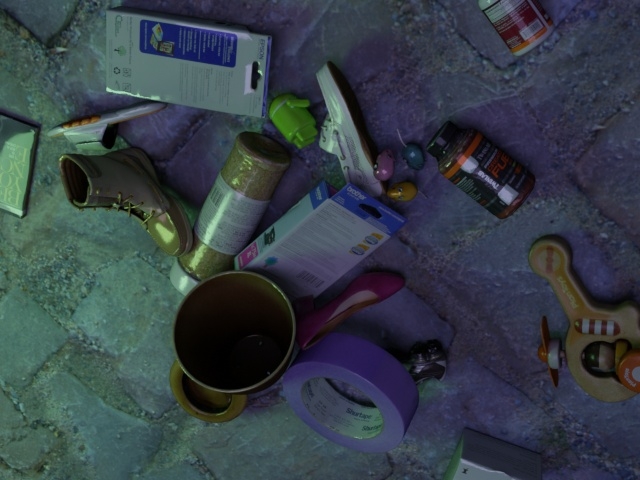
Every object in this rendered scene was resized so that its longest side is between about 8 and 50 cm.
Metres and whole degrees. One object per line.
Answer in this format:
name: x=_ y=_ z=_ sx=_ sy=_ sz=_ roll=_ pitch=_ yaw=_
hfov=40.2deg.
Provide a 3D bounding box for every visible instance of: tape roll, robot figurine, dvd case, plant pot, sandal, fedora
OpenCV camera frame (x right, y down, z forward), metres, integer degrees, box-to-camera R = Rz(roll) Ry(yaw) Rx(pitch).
tape roll: x=0.062 y=0.318 z=1.818 sx=0.274 sy=0.090 sz=0.275 roll=18 pitch=136 yaw=18
robot figurine: x=-0.054 y=-0.232 z=1.670 sx=0.115 sy=0.067 sz=0.101 roll=52 pitch=155 yaw=16
dvd case: x=-0.700 y=-0.171 z=1.890 sx=0.164 sy=0.018 sz=0.221 roll=21 pitch=116 yaw=4
plant pot: x=-0.152 y=0.215 z=1.757 sx=0.237 sy=0.254 sz=0.237 roll=-2 pitch=67 yaw=5
sandal: x=-0.424 y=-0.220 z=1.756 sx=0.265 sy=0.102 sz=0.076 roll=-10 pitch=107 yaw=15
fedora: x=-0.241 y=0.311 z=1.949 sx=0.194 sy=0.079 sz=0.194 roll=5 pitch=115 yaw=11

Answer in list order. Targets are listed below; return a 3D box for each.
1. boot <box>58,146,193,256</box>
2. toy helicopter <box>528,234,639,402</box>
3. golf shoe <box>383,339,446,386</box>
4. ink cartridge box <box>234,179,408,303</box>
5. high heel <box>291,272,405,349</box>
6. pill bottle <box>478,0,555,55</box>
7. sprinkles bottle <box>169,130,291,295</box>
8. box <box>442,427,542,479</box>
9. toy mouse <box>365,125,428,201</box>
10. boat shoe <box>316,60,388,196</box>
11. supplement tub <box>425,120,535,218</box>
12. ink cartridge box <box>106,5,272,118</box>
boot: x=-0.380 y=-0.069 z=1.712 sx=0.095 sy=0.203 sz=0.262 roll=-39 pitch=76 yaw=29
toy helicopter: x=0.500 y=0.156 z=1.701 sx=0.235 sy=0.140 sz=0.355 roll=-30 pitch=92 yaw=32
golf shoe: x=0.168 y=0.273 z=1.836 sx=0.198 sy=0.077 sz=0.094 roll=-11 pitch=110 yaw=19
ink cartridge box: x=0.000 y=0.000 z=1.725 sx=0.311 sy=0.065 sz=0.185 roll=-38 pitch=132 yaw=26
high heel: x=0.060 y=0.143 z=1.760 sx=0.244 sy=0.117 sz=0.082 roll=-13 pitch=138 yaw=0
pill bottle: x=0.328 y=-0.401 z=1.507 sx=0.086 sy=0.086 sz=0.152 roll=-34 pitch=101 yaw=24
sprinkles bottle: x=-0.185 y=-0.043 z=1.762 sx=0.121 sy=0.121 sz=0.355 roll=30 pitch=116 yaw=0
box: x=0.360 y=0.530 z=1.875 sx=0.180 sy=0.119 sz=0.182 roll=19 pitch=115 yaw=6
toy mouse: x=0.153 y=-0.142 z=1.648 sx=0.031 sy=0.161 sz=0.143 roll=17 pitch=109 yaw=54
boat shoe: x=0.039 y=-0.198 z=1.656 sx=0.096 sy=0.098 sz=0.277 roll=-17 pitch=109 yaw=19
supplement tub: x=0.291 y=-0.135 z=1.617 sx=0.198 sy=0.106 sz=0.106 roll=37 pitch=116 yaw=-4
ink cartridge box: x=-0.249 y=-0.343 z=1.683 sx=0.332 sy=0.065 sz=0.166 roll=12 pitch=115 yaw=10
